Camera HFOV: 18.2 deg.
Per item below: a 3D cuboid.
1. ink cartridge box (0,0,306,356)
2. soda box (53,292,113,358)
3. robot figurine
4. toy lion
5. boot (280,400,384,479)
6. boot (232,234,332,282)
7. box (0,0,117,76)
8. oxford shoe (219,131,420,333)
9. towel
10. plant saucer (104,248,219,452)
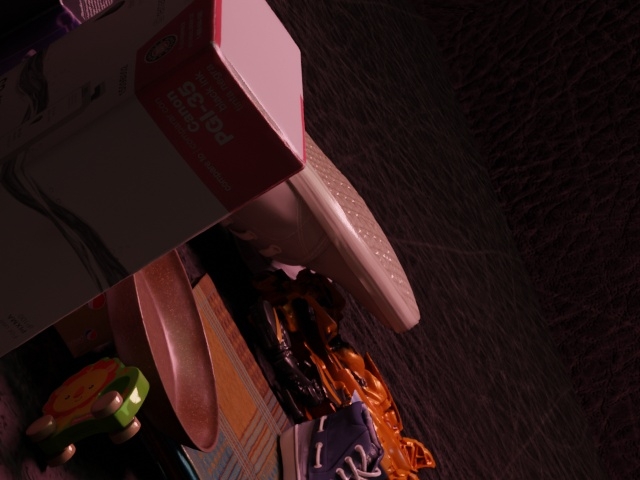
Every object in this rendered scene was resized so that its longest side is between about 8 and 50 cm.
[{"bbox_3d":[-0.157,-0.065,1.419,0.117,0.283,0.207,52,15,-25],"label":"ink cartridge box"},{"bbox_3d":[-0.182,0.025,1.647,0.061,0.058,0.181,60,13,-19],"label":"soda box"},{"bbox_3d":[0.018,0.152,2.122,0.291,0.085,0.211,61,12,-9],"label":"robot figurine"},{"bbox_3d":[-0.164,0.116,1.446,0.034,0.100,0.096,56,33,-21],"label":"toy lion"},{"bbox_3d":[0.016,0.218,1.810,0.069,0.086,0.190,56,12,-33],"label":"boot"},{"bbox_3d":[0.000,0.000,2.276,0.095,0.123,0.258,65,13,12],"label":"boot"},{"bbox_3d":[-0.224,-0.134,1.596,0.207,0.153,0.108,46,21,-49],"label":"box"},{"bbox_3d":[-0.061,-0.058,2.052,0.449,0.130,0.169,46,10,-23],"label":"oxford shoe"},{"bbox_3d":[-0.085,0.180,1.769,0.271,0.040,0.370,62,10,-5],"label":"towel"},{"bbox_3d":[-0.127,0.073,1.553,0.198,0.036,0.198,-15,90,-82],"label":"plant saucer"}]
